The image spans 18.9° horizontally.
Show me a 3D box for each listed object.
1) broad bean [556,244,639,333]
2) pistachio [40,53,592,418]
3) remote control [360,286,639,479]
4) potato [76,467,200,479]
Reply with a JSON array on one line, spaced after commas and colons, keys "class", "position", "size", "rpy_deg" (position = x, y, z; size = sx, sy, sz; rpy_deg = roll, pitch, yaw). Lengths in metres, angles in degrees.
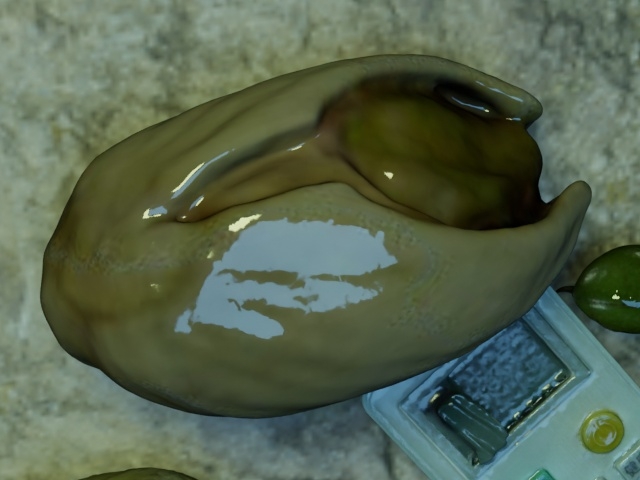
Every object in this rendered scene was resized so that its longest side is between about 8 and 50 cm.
[{"class": "broad bean", "position": [0.237, 0.028, 0.929], "size": [0.256, 0.052, 0.052], "rpy_deg": [6, 71, -18]}, {"class": "pistachio", "position": [0.000, 0.000, 0.806], "size": [0.238, 0.153, 0.137], "rpy_deg": [-19, 74, -12]}, {"class": "remote control", "position": [0.143, 0.135, 0.942], "size": [0.103, 0.051, 0.293], "rpy_deg": [-42, 112, 0]}, {"class": "potato", "position": [-0.109, 0.196, 0.844], "size": [0.194, 0.157, 0.157], "rpy_deg": [-35, 116, 12]}]
